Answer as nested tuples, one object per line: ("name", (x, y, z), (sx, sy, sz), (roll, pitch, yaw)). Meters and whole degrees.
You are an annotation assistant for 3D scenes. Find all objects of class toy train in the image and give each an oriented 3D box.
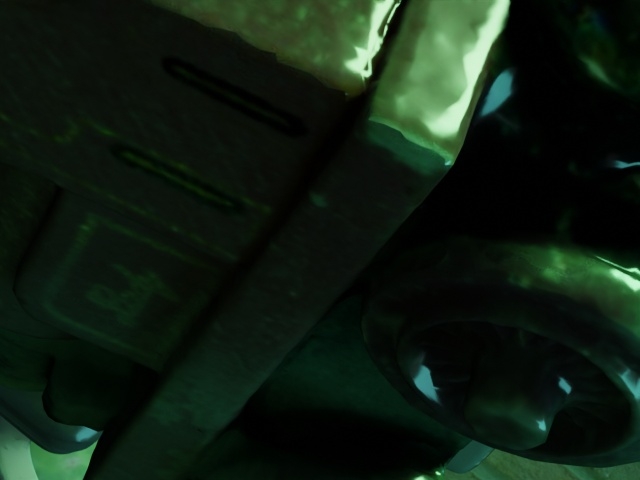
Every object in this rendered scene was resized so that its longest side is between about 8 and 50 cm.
("toy train", (-0.016, -0.011, 0.542), (0.304, 0.221, 0.150), (-53, -166, 57))

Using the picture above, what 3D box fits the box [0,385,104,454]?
("box", (-0.054, -0.040, 0.752), (0.244, 0.103, 0.055), (-51, -177, -15))

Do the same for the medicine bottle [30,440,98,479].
("medicine bottle", (-0.116, 0.115, 0.935), (0.147, 0.147, 0.143), (74, 17, -87))

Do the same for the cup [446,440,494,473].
("cup", (0.000, 0.000, 0.882), (0.186, 0.234, 0.258), (-54, 174, 34))

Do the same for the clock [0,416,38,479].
("clock", (-0.188, 0.170, 0.714), (0.290, 0.275, 0.080), (5, 137, -41))
